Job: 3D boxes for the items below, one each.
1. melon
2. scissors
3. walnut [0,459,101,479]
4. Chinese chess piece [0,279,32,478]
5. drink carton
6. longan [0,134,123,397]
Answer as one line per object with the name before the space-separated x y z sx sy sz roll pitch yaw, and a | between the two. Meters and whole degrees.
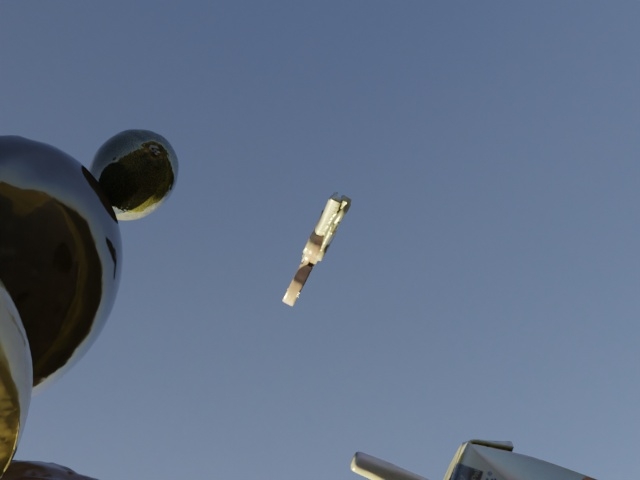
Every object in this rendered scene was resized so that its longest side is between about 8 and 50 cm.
melon | -0.214 -0.074 1.196 0.098 0.098 0.130 -3 -16 -34
scissors | 0.000 0.000 1.407 0.118 0.030 0.242 -62 -1 -30
walnut | -0.294 0.335 0.876 0.344 0.306 0.306 17 -69 -44
Chinese chess piece | -0.300 0.085 0.628 0.250 0.097 0.251 -10 -53 -14
drink carton | 0.113 0.160 0.591 0.074 0.200 0.084 58 -128 -77
longan | -0.329 0.042 1.067 0.300 0.243 0.300 -44 -21 -22
